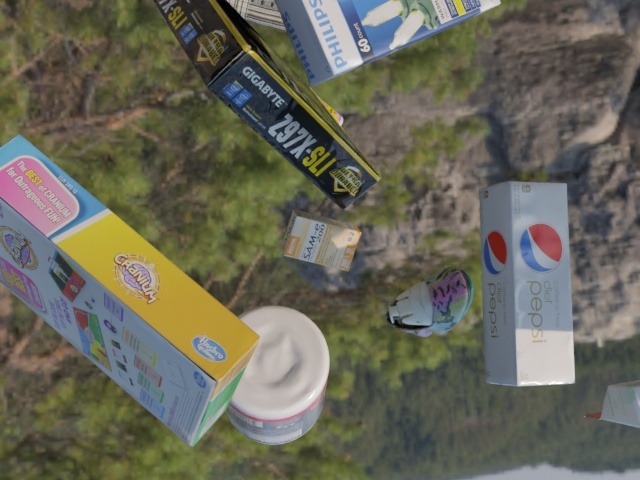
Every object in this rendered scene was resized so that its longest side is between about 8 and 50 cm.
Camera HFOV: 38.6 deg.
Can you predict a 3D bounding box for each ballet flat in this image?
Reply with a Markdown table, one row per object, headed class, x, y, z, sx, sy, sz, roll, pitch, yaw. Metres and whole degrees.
| class | x | y | z | sx | sy | sz | roll | pitch | yaw |
| --- | --- | --- | --- | --- | --- | --- | --- | --- | --- |
| ballet flat | 0.131 | 0.088 | 1.194 | 0.079 | 0.076 | 0.221 | -5 | 167 | -10 |

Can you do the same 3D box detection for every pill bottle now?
| class | x | y | z | sx | sy | sz | roll | pitch | yaw |
| --- | --- | --- | --- | --- | --- | --- | --- | --- | --- |
| pill bottle | -0.005 | -0.214 | 1.525 | 0.083 | 0.043 | 0.043 | 37 | 149 | -23 |
| pill bottle | -0.078 | 0.236 | 1.502 | 0.177 | 0.176 | 0.318 | -4 | 157 | -4 |

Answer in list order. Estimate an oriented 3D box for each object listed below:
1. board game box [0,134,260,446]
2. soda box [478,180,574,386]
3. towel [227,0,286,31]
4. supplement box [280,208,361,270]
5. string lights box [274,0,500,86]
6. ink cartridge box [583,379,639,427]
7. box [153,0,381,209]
| class | x | y | z | sx | sy | sz | roll | pitch | yaw |
| --- | --- | --- | --- | --- | --- | --- | --- | --- | --- |
| board game box | -0.221 | 0.065 | 0.965 | 0.064 | 0.317 | 0.242 | -47 | 172 | -29 |
| soda box | 0.220 | 0.046 | 0.982 | 0.074 | 0.216 | 0.069 | 1 | 174 | -20 |
| towel | -0.026 | -0.513 | 1.540 | 0.312 | 0.324 | 0.056 | 15 | -176 | -4 |
| supplement box | 0.000 | 0.000 | 1.286 | 0.099 | 0.062 | 0.036 | 14 | -165 | -16 |
| string lights box | 0.081 | -0.301 | 1.126 | 0.260 | 0.133 | 0.077 | -28 | -171 | -22 |
| ink cartridge box | 0.431 | 0.181 | 1.103 | 0.181 | 0.056 | 0.224 | -10 | 175 | -2 |
| box | -0.074 | -0.209 | 1.250 | 0.079 | 0.257 | 0.322 | -40 | 137 | 10 |
